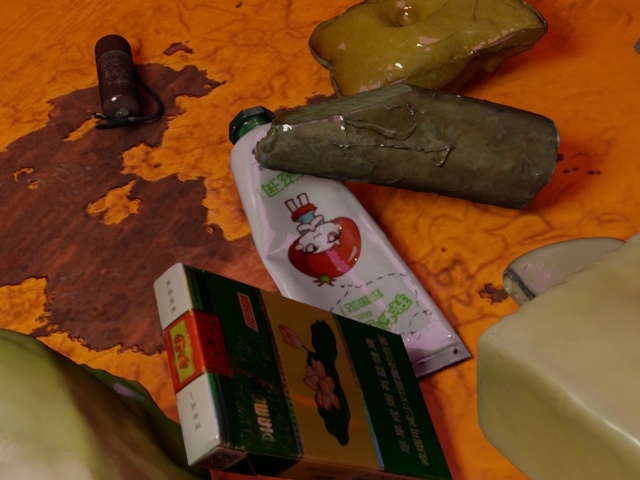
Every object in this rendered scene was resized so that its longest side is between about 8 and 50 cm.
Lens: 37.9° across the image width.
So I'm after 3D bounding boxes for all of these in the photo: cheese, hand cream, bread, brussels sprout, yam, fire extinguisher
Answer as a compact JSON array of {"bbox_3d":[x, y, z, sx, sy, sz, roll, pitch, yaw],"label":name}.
[{"bbox_3d":[0.256,0.023,0.794,0.192,0.037,0.097,-22,49,-9],"label":"cheese"},{"bbox_3d":[0.000,0.000,0.852,0.121,0.076,0.336,-24,55,-10],"label":"hand cream"},{"bbox_3d":[0.111,-0.212,1.007,0.233,0.088,0.161,-19,42,-4],"label":"bread"},{"bbox_3d":[-0.195,0.174,0.578,0.294,0.259,0.227,12,80,62],"label":"brussels sprout"},{"bbox_3d":[0.075,-0.091,0.846,0.259,0.106,0.106,10,47,-9],"label":"yam"},{"bbox_3d":[-0.222,-0.174,1.058,0.078,0.045,0.157,1,42,-20],"label":"fire extinguisher"},{"bbox_3d":[0.281,0.100,0.640,0.265,0.124,0.242,-27,37,-23],"label":"cheese"}]

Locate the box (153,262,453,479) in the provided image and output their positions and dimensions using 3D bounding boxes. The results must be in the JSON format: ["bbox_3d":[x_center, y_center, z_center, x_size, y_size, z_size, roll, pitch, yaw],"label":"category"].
[{"bbox_3d":[-0.006,0.102,0.643,0.034,0.235,0.132,-37,52,27],"label":"box"}]

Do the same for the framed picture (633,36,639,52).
[{"bbox_3d":[0.445,-0.286,0.892,0.211,0.289,0.020,-21,74,-9],"label":"framed picture"}]
